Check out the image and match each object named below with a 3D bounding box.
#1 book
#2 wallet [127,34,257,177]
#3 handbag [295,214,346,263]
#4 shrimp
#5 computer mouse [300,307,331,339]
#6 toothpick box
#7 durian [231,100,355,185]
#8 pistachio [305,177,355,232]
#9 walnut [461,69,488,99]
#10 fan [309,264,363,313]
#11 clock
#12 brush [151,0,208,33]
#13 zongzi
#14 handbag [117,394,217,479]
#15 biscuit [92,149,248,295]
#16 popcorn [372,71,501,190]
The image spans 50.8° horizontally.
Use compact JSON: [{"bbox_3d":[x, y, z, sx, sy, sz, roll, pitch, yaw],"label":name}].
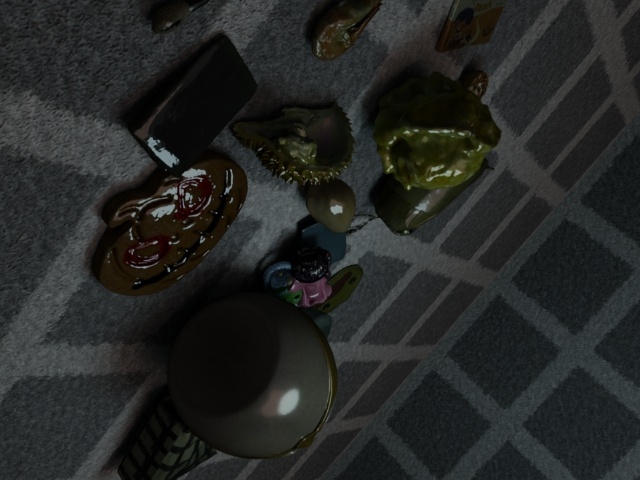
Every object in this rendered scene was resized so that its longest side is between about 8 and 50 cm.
[{"bbox_3d":[0.396,-0.600,1.621,0.208,0.020,0.295,-22,145,-36],"label":"book"},{"bbox_3d":[-0.225,-0.242,1.220,0.245,0.052,0.168,-48,150,-9],"label":"wallet"},{"bbox_3d":[0.000,0.000,1.864,0.144,0.057,0.221,-27,150,-18],"label":"handbag"},{"bbox_3d":[0.064,-0.441,1.345,0.217,0.051,0.115,-43,159,-6],"label":"shrimp"},{"bbox_3d":[-0.069,0.306,2.110,0.188,0.122,0.371,-30,156,-22],"label":"computer mouse"},{"bbox_3d":[-0.153,0.357,1.735,0.409,0.409,0.425,-44,150,-3],"label":"toothpick box"},{"bbox_3d":[-0.043,-0.201,1.427,0.306,0.172,0.166,-10,113,-37],"label":"durian"},{"bbox_3d":[0.026,-0.090,1.688,0.124,0.124,0.185,-37,137,-16],"label":"pistachio"},{"bbox_3d":[0.411,-0.421,1.850,0.091,0.052,0.121,-27,146,-29],"label":"walnut"},{"bbox_3d":[0.038,0.157,2.168,0.229,0.011,0.335,-46,153,2],"label":"fan"},{"bbox_3d":[-0.061,0.102,1.822,0.194,0.100,0.195,-14,144,-12],"label":"clock"},{"bbox_3d":[-0.150,-0.420,1.085,0.299,0.039,0.042,-39,-165,-14],"label":"brush"},{"bbox_3d":[0.312,-0.126,1.995,0.447,0.181,0.418,-49,153,13],"label":"zongzi"},{"bbox_3d":[-0.389,0.558,1.971,0.327,0.162,0.325,-11,139,-56],"label":"handbag"},{"bbox_3d":[-0.308,-0.030,1.379,0.367,0.063,0.314,-49,154,9],"label":"biscuit"},{"bbox_3d":[0.272,-0.266,1.656,0.312,0.312,0.312,-34,151,-22],"label":"popcorn"}]
